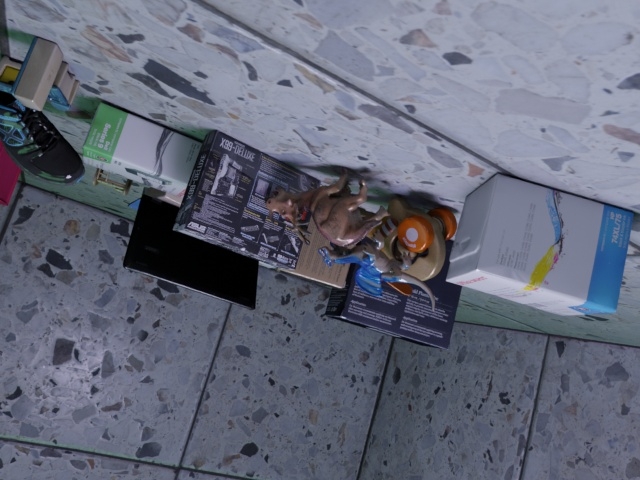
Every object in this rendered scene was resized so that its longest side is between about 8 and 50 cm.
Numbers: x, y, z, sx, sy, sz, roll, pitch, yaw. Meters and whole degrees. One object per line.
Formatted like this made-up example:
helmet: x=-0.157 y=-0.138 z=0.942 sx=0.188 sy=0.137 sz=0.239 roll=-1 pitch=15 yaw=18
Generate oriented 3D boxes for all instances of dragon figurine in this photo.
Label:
dragon figurine: x=0.136 y=0.071 z=1.265 sx=0.289 sy=0.085 sz=0.144 roll=35 pitch=145 yaw=-1

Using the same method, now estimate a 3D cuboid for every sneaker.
sneaker: x=-0.710 y=-0.268 z=1.299 sx=0.341 sy=0.125 sz=0.139 roll=46 pitch=147 yaw=-22

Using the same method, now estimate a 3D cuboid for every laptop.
laptop: x=-0.405 y=0.038 z=1.650 sx=0.382 sy=0.408 sz=0.236 roll=22 pitch=134 yaw=-25

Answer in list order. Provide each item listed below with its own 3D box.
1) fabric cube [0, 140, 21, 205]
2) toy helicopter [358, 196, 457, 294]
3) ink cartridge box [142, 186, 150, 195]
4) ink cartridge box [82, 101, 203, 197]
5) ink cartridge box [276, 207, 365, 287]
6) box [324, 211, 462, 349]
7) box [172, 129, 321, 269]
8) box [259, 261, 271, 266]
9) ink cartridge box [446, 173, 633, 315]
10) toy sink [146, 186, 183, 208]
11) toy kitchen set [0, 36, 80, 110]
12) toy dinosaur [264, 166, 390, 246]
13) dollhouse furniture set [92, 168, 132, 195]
fabric cube: x=-1.089 y=-0.280 z=1.677 sx=0.258 sy=0.254 sz=0.259 roll=17 pitch=169 yaw=-15
toy helicopter: x=0.152 y=-0.009 z=1.368 sx=0.355 sy=0.235 sz=0.140 roll=30 pitch=-149 yaw=33
ink cartridge box: x=-0.453 y=-0.122 z=1.954 sx=0.370 sy=0.069 sz=0.176 roll=10 pitch=172 yaw=-19
ink cartridge box: x=-0.435 y=-0.215 z=1.374 sx=0.289 sy=0.122 sz=0.211 roll=20 pitch=170 yaw=-21
ink cartridge box: x=0.000 y=0.000 z=1.528 sx=0.193 sy=0.235 sz=0.088 roll=18 pitch=170 yaw=-5
box: x=0.230 y=0.125 z=1.615 sx=0.343 sy=0.313 sz=0.179 roll=19 pitch=170 yaw=-12
box: x=-0.167 y=-0.088 z=1.306 sx=0.307 sy=0.242 sz=0.076 roll=22 pitch=168 yaw=-31
box: x=-0.215 y=0.005 z=2.050 sx=0.130 sy=0.170 sz=0.091 roll=20 pitch=168 yaw=-20
ink cartridge box: x=0.422 y=0.018 z=1.080 sx=0.270 sy=0.197 sz=0.198 roll=16 pitch=170 yaw=-1
toy sink: x=-0.375 y=-0.142 z=1.643 sx=0.234 sy=0.131 sz=0.152 roll=26 pitch=166 yaw=-35
toy kitchen set: x=-0.601 y=-0.319 z=1.083 sx=0.166 sy=0.122 sz=0.207 roll=18 pitch=169 yaw=-8
toy dinosaur: x=0.025 y=-0.050 z=1.236 sx=0.295 sy=0.200 sz=0.127 roll=39 pitch=172 yaw=41
dollhouse furniture set: x=-0.651 y=-0.209 z=1.785 sx=0.182 sy=0.101 sz=0.161 roll=18 pitch=169 yaw=-10
